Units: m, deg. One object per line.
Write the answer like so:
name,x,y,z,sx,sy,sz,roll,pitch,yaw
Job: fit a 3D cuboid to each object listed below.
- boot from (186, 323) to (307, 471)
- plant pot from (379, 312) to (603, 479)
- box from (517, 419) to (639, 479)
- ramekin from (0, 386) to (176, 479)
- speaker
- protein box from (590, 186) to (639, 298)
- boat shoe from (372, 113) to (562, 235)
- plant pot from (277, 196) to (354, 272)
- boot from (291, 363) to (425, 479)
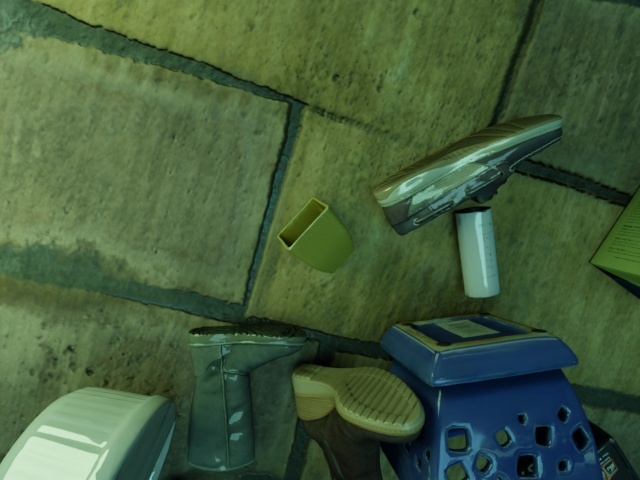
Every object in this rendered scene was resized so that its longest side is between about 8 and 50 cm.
boot,-0.110,0.232,0.660,0.189,0.076,0.209,-2,91,6
plant pot,0.215,0.226,0.637,0.235,0.236,0.212,-6,92,-10
box,0.395,0.547,0.773,0.394,0.097,0.318,-36,103,-4
ramekin,-0.296,0.313,0.554,0.127,0.273,0.273,18,95,1
speaker,0.245,0.018,0.696,0.055,0.055,0.136,-12,100,-7
protein box,0.579,0.001,0.673,0.135,0.200,0.201,32,91,-12
boat shoe,0.220,-0.097,0.658,0.285,0.103,0.093,-25,106,-1
plant pot,0.000,0.000,0.645,0.081,0.081,0.083,-47,112,-1
boot,0.067,0.281,0.623,0.090,0.248,0.207,-30,106,-34
